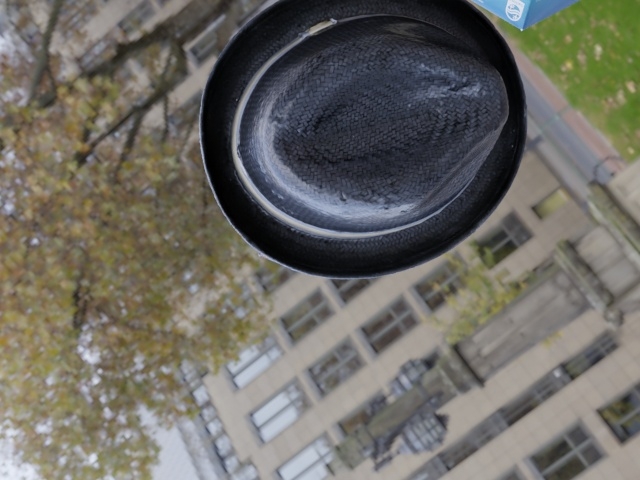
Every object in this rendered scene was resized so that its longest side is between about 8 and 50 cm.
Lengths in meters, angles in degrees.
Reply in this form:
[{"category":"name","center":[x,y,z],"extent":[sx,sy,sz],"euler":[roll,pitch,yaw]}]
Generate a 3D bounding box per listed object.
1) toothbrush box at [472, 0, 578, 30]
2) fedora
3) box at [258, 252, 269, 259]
[{"category":"toothbrush box","center":[0.279,-0.418,1.098],"extent":[0.126,0.216,0.295],"euler":[38,140,27]},{"category":"fedora","center":[0.055,-0.107,0.927],"extent":[0.334,0.334,0.152],"euler":[49,177,-10]},{"category":"box","center":[0.000,0.000,1.233],"extent":[0.094,0.137,0.027],"euler":[25,-126,-68]}]
